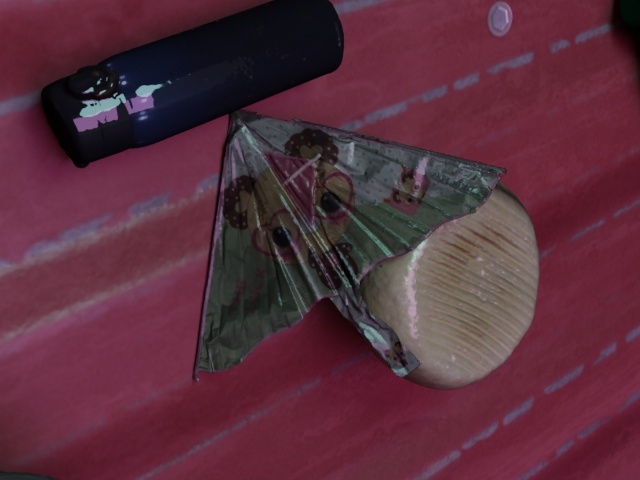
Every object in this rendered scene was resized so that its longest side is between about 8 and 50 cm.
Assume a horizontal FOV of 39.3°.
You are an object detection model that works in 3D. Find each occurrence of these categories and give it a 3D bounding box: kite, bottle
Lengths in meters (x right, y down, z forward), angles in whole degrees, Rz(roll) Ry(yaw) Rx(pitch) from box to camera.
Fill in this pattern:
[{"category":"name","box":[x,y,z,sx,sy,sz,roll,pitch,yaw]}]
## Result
[{"category":"kite","box":[0.000,0.000,0.752,0.322,0.013,0.268,-32,90,10]},{"category":"bottle","box":[-0.093,-0.129,0.694,0.244,0.072,0.082,-28,158,-27]}]

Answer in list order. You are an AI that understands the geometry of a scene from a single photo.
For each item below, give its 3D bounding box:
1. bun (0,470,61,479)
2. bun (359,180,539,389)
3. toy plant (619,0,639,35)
[{"category":"bun","box":[-0.232,0.313,0.546,0.211,0.362,0.362,14,92,-13]},{"category":"bun","box":[0.109,0.033,0.855,0.222,0.127,0.223,-3,95,-44]},{"category":"toy plant","box":[0.457,-0.268,1.043,0.243,0.112,0.233,35,83,-29]}]
